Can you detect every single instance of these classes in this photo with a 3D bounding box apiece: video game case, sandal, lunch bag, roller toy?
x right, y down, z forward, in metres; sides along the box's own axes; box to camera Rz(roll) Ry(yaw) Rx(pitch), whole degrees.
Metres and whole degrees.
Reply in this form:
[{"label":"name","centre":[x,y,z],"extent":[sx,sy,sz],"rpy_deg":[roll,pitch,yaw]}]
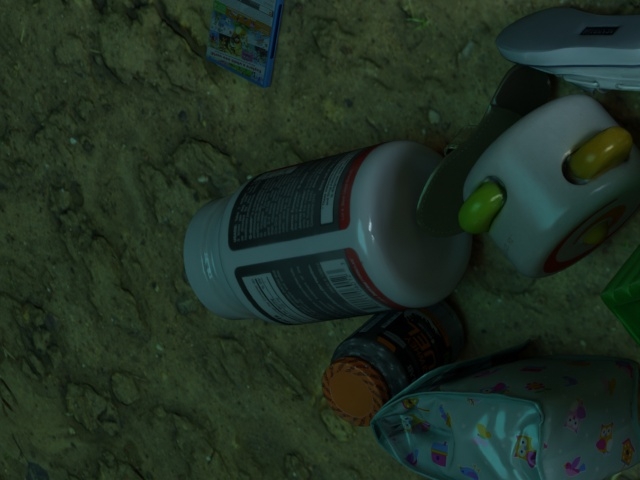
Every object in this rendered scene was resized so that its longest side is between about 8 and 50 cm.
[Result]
[{"label":"video game case","centre":[-0.103,-0.308,2.173],"extent":[0.119,0.015,0.166],"rpy_deg":[30,123,32]},{"label":"sandal","centre":[0.200,-0.111,1.909],"extent":[0.088,0.079,0.240],"rpy_deg":[31,104,-5]},{"label":"lunch bag","centre":[0.221,0.214,1.896],"extent":[0.262,0.223,0.160],"rpy_deg":[5,102,44]},{"label":"roller toy","centre":[0.274,-0.057,1.777],"extent":[0.209,0.191,0.146],"rpy_deg":[-43,70,18]}]

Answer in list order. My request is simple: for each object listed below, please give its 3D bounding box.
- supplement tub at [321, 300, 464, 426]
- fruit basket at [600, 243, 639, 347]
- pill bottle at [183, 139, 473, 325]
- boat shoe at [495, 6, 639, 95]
[{"label":"supplement tub","centre":[0.091,0.151,2.011],"extent":[0.117,0.190,0.117],"rpy_deg":[19,126,28]},{"label":"fruit basket","centre":[0.476,-0.015,1.553],"extent":[0.283,0.392,0.392],"rpy_deg":[52,133,4]},{"label":"pill bottle","centre":[0.000,0.000,2.043],"extent":[0.363,0.210,0.210],"rpy_deg":[-10,97,45]},{"label":"boat shoe","centre":[0.304,-0.202,1.770],"extent":[0.258,0.095,0.084],"rpy_deg":[17,143,52]}]
